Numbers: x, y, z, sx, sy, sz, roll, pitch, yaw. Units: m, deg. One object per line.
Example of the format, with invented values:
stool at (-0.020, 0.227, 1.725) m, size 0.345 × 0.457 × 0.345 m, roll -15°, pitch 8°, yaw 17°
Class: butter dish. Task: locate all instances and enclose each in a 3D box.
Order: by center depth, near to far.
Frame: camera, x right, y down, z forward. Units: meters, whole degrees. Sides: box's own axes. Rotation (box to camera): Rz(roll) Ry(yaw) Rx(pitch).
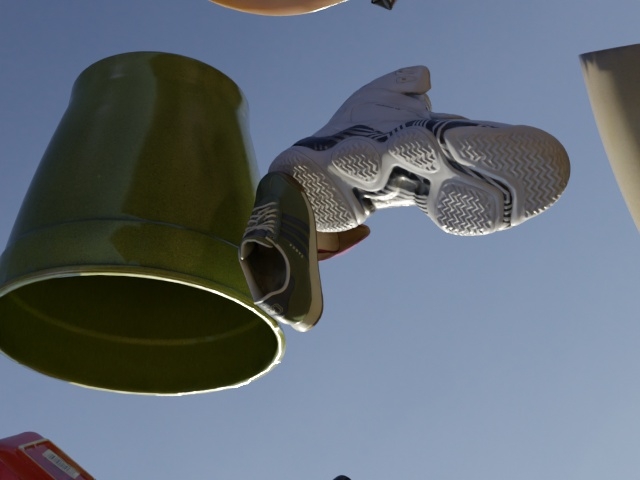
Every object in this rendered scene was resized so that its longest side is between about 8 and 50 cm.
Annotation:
butter dish at (-0.379, 0.343, 1.652) m, size 0.118 × 0.160 × 0.160 m, roll -53°, pitch -9°, yaw 5°

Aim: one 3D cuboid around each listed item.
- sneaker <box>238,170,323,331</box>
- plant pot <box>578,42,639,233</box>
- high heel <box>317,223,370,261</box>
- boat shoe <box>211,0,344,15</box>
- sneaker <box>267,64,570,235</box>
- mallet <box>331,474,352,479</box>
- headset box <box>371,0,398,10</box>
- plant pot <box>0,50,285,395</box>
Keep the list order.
sneaker at (-0.051, 0.000, 1.342) m, size 0.086 × 0.064 × 0.192 m, roll 23°, pitch -132°, yaw -49°
plant pot at (0.456, -0.108, 1.516) m, size 0.256 × 0.256 × 0.274 m, roll -13°, pitch -82°, yaw -52°
high heel at (0.000, 0.000, 1.862) m, size 0.244 × 0.117 × 0.082 m, roll 12°, pitch -116°, yaw -77°
boat shoe at (0.016, -0.161, 0.646) m, size 0.073 × 0.207 × 0.073 m, roll -51°, pitch -41°, yaw -45°
sneaker at (0.130, -0.114, 1.423) m, size 0.210 × 0.366 × 0.137 m, roll -51°, pitch -52°, yaw -43°
mallet at (0.078, 0.424, 1.855) m, size 0.062 × 0.189 × 0.039 m, roll -22°, pitch -36°, yaw -52°
headset box at (0.099, -0.351, 1.629) m, size 0.083 × 0.032 × 0.062 m, roll -54°, pitch -19°, yaw -37°
plant pot at (-0.220, -0.035, 1.580) m, size 0.366 × 0.366 × 0.353 m, roll 42°, pitch -137°, yaw -50°
